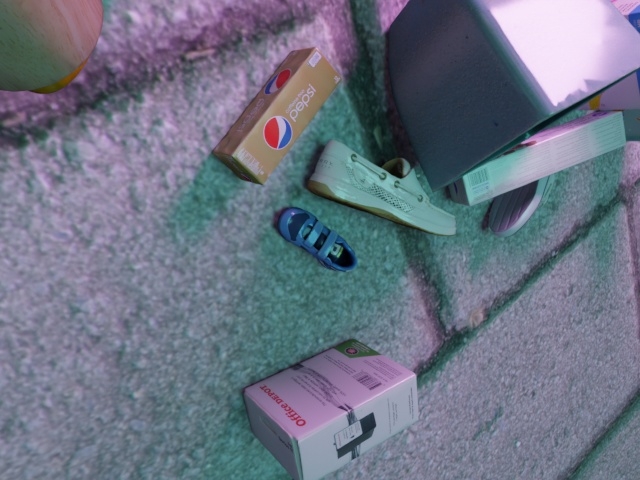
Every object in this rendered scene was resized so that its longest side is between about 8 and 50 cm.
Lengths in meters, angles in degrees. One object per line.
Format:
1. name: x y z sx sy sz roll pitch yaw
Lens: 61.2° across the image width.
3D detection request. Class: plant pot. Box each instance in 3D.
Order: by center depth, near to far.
1. plant pot: 0.242 -0.261 0.762 0.247 0.248 0.252 -28 86 -26

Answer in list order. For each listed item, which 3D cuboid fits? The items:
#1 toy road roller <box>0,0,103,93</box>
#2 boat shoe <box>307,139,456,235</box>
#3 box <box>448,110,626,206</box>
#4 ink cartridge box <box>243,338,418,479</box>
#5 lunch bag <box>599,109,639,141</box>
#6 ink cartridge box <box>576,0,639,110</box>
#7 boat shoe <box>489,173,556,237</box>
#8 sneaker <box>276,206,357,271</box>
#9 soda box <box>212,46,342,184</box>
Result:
1. toy road roller: -0.276 -0.277 0.349 0.330 0.202 0.240 29 81 4
2. boat shoe: 0.114 -0.076 0.812 0.277 0.098 0.096 17 92 -35
3. box: 0.374 -0.145 0.938 0.324 0.063 0.067 -22 108 -10
4. ink cartridge box: 0.015 0.241 0.790 0.209 0.153 0.086 -18 112 -29
5. lunch bag: 0.707 -0.310 1.067 0.160 0.262 0.223 -22 114 -29
6. ink cartridge box: 0.532 -0.342 0.955 0.171 0.233 0.168 -37 118 -22
7. boat shoe: 0.398 -0.091 1.016 0.076 0.083 0.226 40 78 -34
8. sneaker: 0.000 0.000 0.776 0.144 0.059 0.053 35 83 -35
9. soda box: -0.055 -0.161 0.695 0.058 0.061 0.181 44 76 -34
